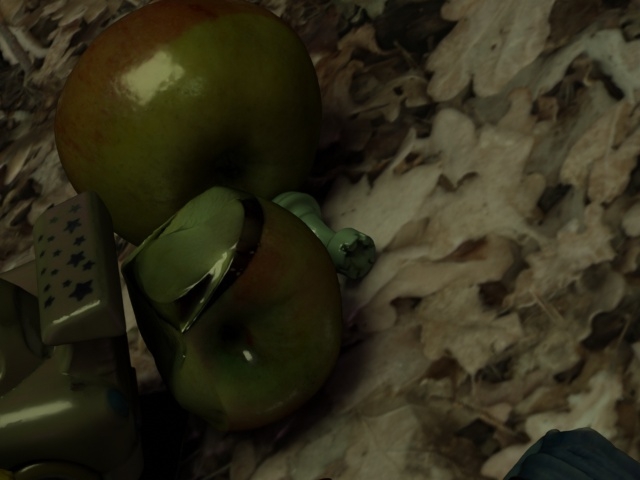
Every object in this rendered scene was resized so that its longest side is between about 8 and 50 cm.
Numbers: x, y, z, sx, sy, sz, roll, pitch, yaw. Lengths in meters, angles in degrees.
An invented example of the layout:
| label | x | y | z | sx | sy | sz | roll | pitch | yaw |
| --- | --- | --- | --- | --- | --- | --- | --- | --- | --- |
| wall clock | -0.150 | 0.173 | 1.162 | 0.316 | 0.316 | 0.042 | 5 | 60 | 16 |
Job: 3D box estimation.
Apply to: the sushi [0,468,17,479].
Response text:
| label | x | y | z | sx | sy | sz | roll | pitch | yaw |
| --- | --- | --- | --- | --- | --- | --- | --- | --- | --- |
| sushi | -0.253 | 0.357 | 1.486 | 0.328 | 0.285 | 0.329 | -13 | 50 | 36 |

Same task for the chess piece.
| label | x | y | z | sx | sy | sz | roll | pitch | yaw |
| --- | --- | --- | --- | --- | --- | --- | --- | --- | --- |
| chess piece | 0.000 | 0.000 | 1.742 | 0.103 | 0.067 | 0.067 | 25 | 76 | 41 |

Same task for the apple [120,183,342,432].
| label | x | y | z | sx | sy | sz | roll | pitch | yaw |
| --- | --- | --- | --- | --- | --- | --- | --- | --- | --- |
| apple | -0.074 | 0.056 | 1.670 | 0.188 | 0.173 | 0.207 | -139 | 49 | -70 |

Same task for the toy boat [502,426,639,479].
| label | x | y | z | sx | sy | sz | roll | pitch | yaw |
| --- | --- | --- | --- | --- | --- | --- | --- | --- | --- |
| toy boat | 0.234 | 0.207 | 1.300 | 0.142 | 0.129 | 0.309 | -26 | 33 | -21 |

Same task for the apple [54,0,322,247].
| label | x | y | z | sx | sy | sz | roll | pitch | yaw |
| --- | --- | --- | --- | --- | --- | --- | --- | --- | --- |
| apple | -0.121 | -0.104 | 1.800 | 0.261 | 0.261 | 0.194 | -41 | 41 | 8 |

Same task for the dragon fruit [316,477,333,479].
| label | x | y | z | sx | sy | sz | roll | pitch | yaw |
| --- | --- | --- | --- | --- | --- | --- | --- | --- | --- |
| dragon fruit | 0.007 | 0.314 | 1.262 | 0.329 | 0.329 | 0.329 | -25 | 43 | 26 |

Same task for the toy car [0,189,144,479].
| label | x | y | z | sx | sy | sz | roll | pitch | yaw |
| --- | --- | --- | --- | --- | --- | --- | --- | --- | --- |
| toy car | -0.327 | 0.110 | 1.651 | 0.336 | 0.226 | 0.242 | -7 | 40 | -6 |

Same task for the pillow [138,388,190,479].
| label | x | y | z | sx | sy | sz | roll | pitch | yaw |
| --- | --- | --- | --- | --- | --- | --- | --- | --- | --- |
| pillow | -0.201 | 0.203 | 1.760 | 0.208 | 0.055 | 0.141 | -16 | 56 | 35 |
